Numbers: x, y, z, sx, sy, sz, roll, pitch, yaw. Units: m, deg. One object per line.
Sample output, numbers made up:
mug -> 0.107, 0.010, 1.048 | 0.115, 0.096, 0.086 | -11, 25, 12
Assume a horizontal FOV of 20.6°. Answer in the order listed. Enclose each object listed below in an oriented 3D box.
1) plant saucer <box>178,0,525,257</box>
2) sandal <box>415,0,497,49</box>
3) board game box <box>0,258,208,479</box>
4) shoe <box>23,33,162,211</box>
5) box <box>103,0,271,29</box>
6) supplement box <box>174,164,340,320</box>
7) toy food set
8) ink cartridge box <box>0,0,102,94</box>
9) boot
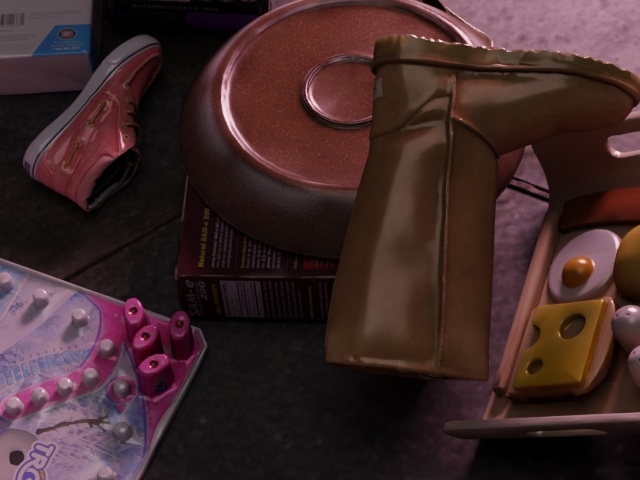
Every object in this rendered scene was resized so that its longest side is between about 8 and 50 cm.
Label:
plant saucer -> 0.027, -0.118, 1.544 | 0.310, 0.050, 0.311 | -2, 52, 2
sandal -> 0.088, -0.212, 1.675 | 0.180, 0.049, 0.072 | 27, 63, 20
board game box -> -0.347, 0.166, 1.462 | 0.390, 0.050, 0.390 | 18, 60, 15
shoe -> -0.187, -0.107, 1.622 | 0.081, 0.063, 0.178 | 33, 70, 21
box -> -0.121, -0.351, 1.673 | 0.165, 0.143, 0.270 | 2, 75, -1
supplement box -> 0.000, 0.000, 1.530 | 0.239, 0.073, 0.130 | 2, 55, 4
toy food set -> 0.227, 0.025, 1.423 | 0.219, 0.092, 0.306 | -9, 48, 41
ink cartridge box -> -0.265, -0.231, 1.705 | 0.104, 0.060, 0.180 | -3, 57, 3
boot -> 0.133, -0.018, 1.424 | 0.236, 0.089, 0.270 | 6, 80, 0
